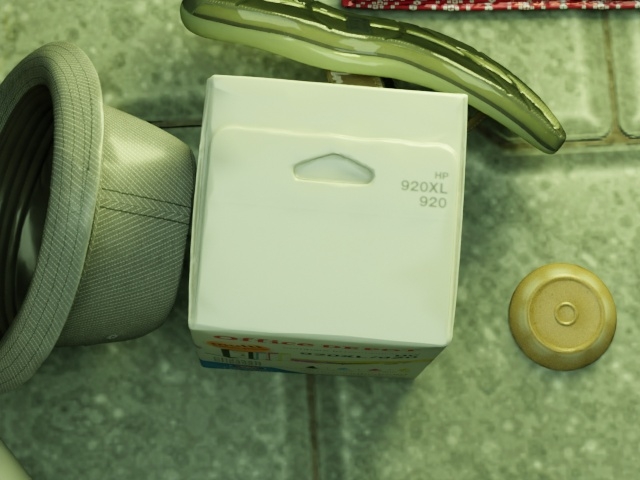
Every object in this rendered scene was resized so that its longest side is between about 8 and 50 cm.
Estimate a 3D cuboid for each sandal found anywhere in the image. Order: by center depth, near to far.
[{"bbox_3d":[0.038,-0.120,1.213,0.302,0.120,0.086,17,107,3],"label":"sandal"}]

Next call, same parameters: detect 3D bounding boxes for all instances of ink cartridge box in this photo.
[{"bbox_3d":[0.000,0.000,1.114,0.171,0.233,0.168,4,80,-2],"label":"ink cartridge box"}]

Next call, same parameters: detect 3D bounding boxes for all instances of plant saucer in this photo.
[{"bbox_3d":[0.185,0.057,1.223,0.083,0.015,0.083,0,79,-3],"label":"plant saucer"}]

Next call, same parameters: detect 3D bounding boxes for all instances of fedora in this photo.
[{"bbox_3d":[-0.167,-0.008,1.126,0.124,0.275,0.244,11,70,-26],"label":"fedora"}]

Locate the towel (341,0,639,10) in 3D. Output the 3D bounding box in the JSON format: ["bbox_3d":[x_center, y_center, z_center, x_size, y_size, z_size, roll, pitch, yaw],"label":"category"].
[{"bbox_3d":[0.150,-0.279,1.275,0.274,0.031,0.199,-1,79,-2],"label":"towel"}]

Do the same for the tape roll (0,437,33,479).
[{"bbox_3d":[-0.264,0.260,1.052,0.246,0.246,0.169,-38,83,-8],"label":"tape roll"}]
